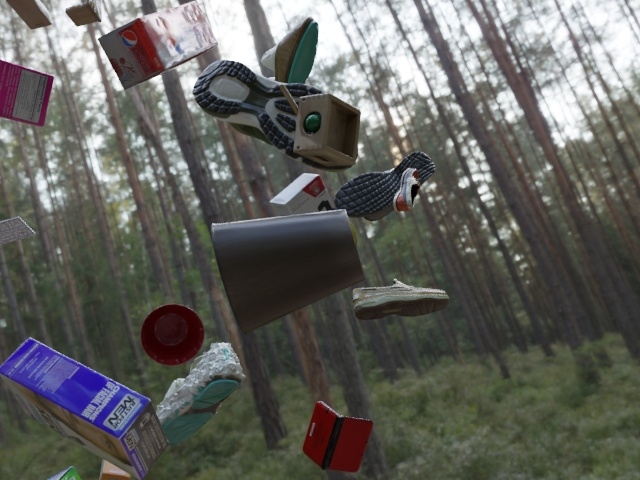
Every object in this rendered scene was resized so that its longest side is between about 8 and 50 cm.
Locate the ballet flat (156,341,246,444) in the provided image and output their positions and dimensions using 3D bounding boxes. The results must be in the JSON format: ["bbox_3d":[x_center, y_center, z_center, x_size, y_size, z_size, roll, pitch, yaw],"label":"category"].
[{"bbox_3d":[-0.321,0.393,1.873,0.147,0.147,0.409,-2,-33,-46],"label":"ballet flat"}]

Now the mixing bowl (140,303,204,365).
[{"bbox_3d":[-0.437,0.269,2.129,0.182,0.181,0.098,-15,7,-14],"label":"mixing bowl"}]

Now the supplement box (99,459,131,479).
[{"bbox_3d":[-0.538,0.567,1.937,0.078,0.233,0.080,13,-62,-16],"label":"supplement box"}]

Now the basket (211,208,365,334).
[{"bbox_3d":[-0.048,0.038,1.251,0.227,0.204,0.154,-15,17,2],"label":"basket"}]

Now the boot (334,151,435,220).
[{"bbox_3d":[0.162,-0.110,2.054,0.338,0.118,0.222,-23,-16,-26],"label":"boot"}]

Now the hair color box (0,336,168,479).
[{"bbox_3d":[-0.500,0.355,1.537,0.110,0.339,0.185,-55,-26,-36],"label":"hair color box"}]

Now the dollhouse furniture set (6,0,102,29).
[{"bbox_3d":[-0.571,-0.543,1.552,0.151,0.123,0.144,-12,-25,8],"label":"dollhouse furniture set"}]

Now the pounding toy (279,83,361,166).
[{"bbox_3d":[-0.005,-0.222,1.387,0.100,0.130,0.141,0,-10,37],"label":"pounding toy"}]

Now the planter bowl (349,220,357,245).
[{"bbox_3d":[0.000,0.000,2.300,0.217,0.217,0.090,-22,-17,13],"label":"planter bowl"}]

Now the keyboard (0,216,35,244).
[{"bbox_3d":[-0.793,-0.002,1.678,0.256,0.014,0.072,-15,-31,7],"label":"keyboard"}]

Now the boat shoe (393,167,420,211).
[{"bbox_3d":[0.200,-0.113,1.614,0.043,0.049,0.137,-8,37,32],"label":"boat shoe"}]

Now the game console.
[{"bbox_3d":[0.039,0.466,1.725,0.085,0.144,0.124,2,19,-45],"label":"game console"}]

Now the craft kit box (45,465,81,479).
[{"bbox_3d":[-0.542,0.492,1.177,0.250,0.061,0.246,-30,1,12],"label":"craft kit box"}]

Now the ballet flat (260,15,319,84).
[{"bbox_3d":[-0.087,-0.385,1.759,0.116,0.124,0.342,-43,-30,-44],"label":"ballet flat"}]

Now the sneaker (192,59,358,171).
[{"bbox_3d":[-0.077,-0.258,1.586,0.158,0.410,0.182,-57,-23,-3],"label":"sneaker"}]

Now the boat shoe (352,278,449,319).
[{"bbox_3d":[0.156,0.106,1.421,0.190,0.072,0.068,-2,-34,-11],"label":"boat shoe"}]

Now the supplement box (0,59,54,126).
[{"bbox_3d":[-0.658,-0.304,1.426,0.111,0.113,0.220,16,3,39],"label":"supplement box"}]

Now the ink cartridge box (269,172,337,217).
[{"bbox_3d":[-0.028,-0.062,1.835,0.127,0.175,0.072,-43,31,-25],"label":"ink cartridge box"}]

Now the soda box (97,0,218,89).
[{"bbox_3d":[-0.265,-0.336,1.229,0.084,0.092,0.263,-20,19,20],"label":"soda box"}]
